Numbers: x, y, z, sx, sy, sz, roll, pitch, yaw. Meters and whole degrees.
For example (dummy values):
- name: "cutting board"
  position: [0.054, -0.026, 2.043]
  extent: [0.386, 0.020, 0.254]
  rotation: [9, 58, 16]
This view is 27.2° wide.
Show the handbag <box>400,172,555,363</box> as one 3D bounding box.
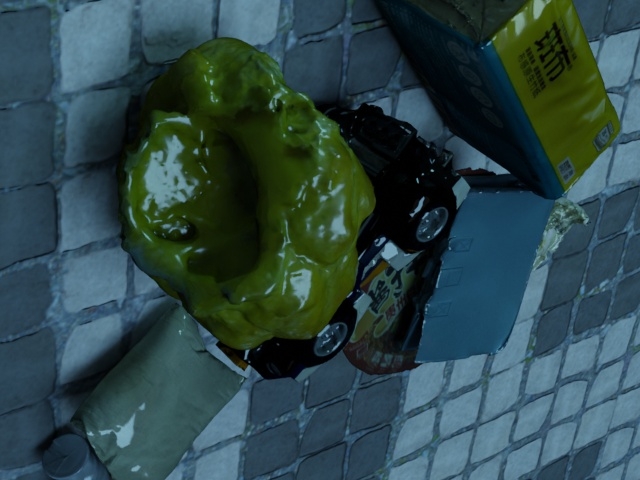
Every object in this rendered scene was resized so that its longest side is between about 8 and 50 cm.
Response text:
- name: "handbag"
  position: [0.175, 0.031, 1.491]
  extent: [0.144, 0.057, 0.221]
  rotation: [-4, 121, -39]

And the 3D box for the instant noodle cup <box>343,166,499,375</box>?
- name: "instant noodle cup"
  position: [0.100, 0.018, 1.518]
  extent: [0.274, 0.091, 0.274]
  rotation: [-25, 134, -29]

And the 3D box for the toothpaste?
- name: "toothpaste"
  position: [-0.231, 0.282, 1.429]
  extent: [0.089, 0.057, 0.234]
  rotation: [-51, 148, -20]

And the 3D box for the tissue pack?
- name: "tissue pack"
  position: [0.187, -0.194, 1.370]
  extent: [0.134, 0.192, 0.271]
  rotation: [-46, 141, -6]

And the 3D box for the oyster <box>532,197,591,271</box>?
- name: "oyster"
  position: [0.244, 0.019, 1.703]
  extent: [0.200, 0.061, 0.106]
  rotation: [-24, 150, -27]

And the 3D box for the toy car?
- name: "toy car"
  position: [0.000, 0.002, 1.340]
  extent: [0.301, 0.193, 0.118]
  rotation: [-51, 147, 2]

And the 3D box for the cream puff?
- name: "cream puff"
  position: [-0.088, -0.036, 1.171]
  extent: [0.185, 0.282, 0.281]
  rotation: [-12, 126, -38]

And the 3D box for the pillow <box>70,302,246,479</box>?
- name: "pillow"
  position: [-0.171, 0.168, 1.361]
  extent: [0.181, 0.078, 0.134]
  rotation: [-52, 136, -26]
